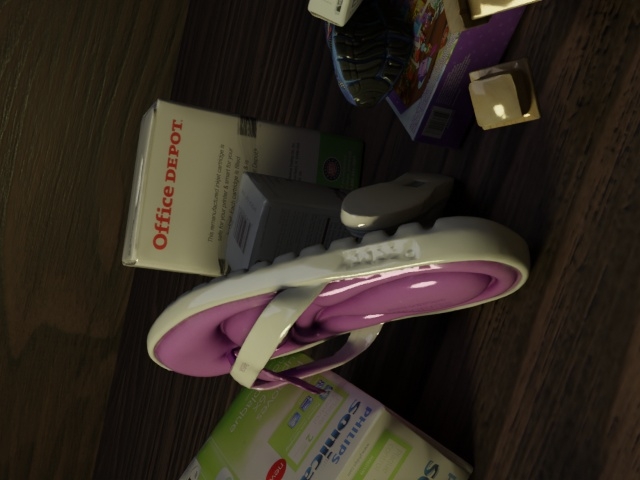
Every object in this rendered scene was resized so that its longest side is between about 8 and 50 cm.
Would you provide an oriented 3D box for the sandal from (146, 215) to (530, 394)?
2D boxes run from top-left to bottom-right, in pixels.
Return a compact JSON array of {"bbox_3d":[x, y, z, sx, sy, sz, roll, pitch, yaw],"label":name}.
[{"bbox_3d":[-0.011,0.084,0.700,0.416,0.169,0.102,-24,57,35],"label":"sandal"}]

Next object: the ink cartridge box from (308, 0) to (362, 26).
[{"bbox_3d":[0.068,-0.354,0.731,0.224,0.045,0.223,107,-170,-53],"label":"ink cartridge box"}]

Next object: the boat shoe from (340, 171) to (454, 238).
[{"bbox_3d":[0.073,-0.021,0.718,0.184,0.066,0.063,-32,-51,-62],"label":"boat shoe"}]

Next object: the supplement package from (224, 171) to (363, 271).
[{"bbox_3d":[0.000,0.000,0.842,0.105,0.179,0.105,-132,54,-62],"label":"supplement package"}]

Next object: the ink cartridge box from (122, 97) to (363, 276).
[{"bbox_3d":[-0.098,-0.049,0.977,0.115,0.273,0.198,174,104,-67],"label":"ink cartridge box"}]

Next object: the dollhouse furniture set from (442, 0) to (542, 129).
[{"bbox_3d":[0.234,-0.286,0.521,0.303,0.174,0.355,-6,106,34],"label":"dollhouse furniture set"}]

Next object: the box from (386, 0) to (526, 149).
[{"bbox_3d":[0.138,-0.266,0.765,0.201,0.057,0.293,-111,36,-50],"label":"box"}]

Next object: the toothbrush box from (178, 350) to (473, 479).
[{"bbox_3d":[-0.013,0.238,0.771,0.206,0.122,0.283,-55,22,-8],"label":"toothbrush box"}]

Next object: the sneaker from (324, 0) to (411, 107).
[{"bbox_3d":[0.043,-0.219,0.822,0.087,0.083,0.221,105,168,-53],"label":"sneaker"}]
